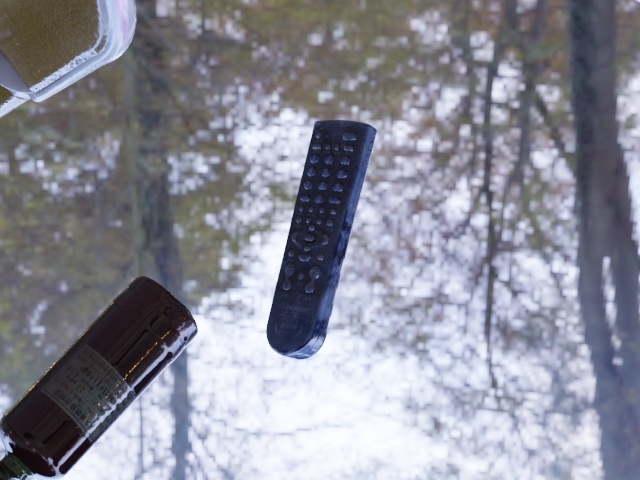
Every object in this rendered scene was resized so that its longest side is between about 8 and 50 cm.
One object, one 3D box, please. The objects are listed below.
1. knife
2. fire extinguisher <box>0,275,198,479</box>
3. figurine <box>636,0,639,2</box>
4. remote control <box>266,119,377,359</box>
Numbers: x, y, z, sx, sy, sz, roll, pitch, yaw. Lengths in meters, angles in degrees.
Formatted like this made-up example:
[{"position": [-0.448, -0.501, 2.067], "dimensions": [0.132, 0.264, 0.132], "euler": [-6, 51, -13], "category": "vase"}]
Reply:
[{"position": [-0.115, -0.071, 0.530], "dimensions": [0.022, 0.046, 0.256], "euler": [-35, -169, -23], "category": "knife"}, {"position": [-0.189, 0.141, 1.153], "dimensions": [0.231, 0.099, 0.071], "euler": [-49, -167, -21], "category": "fire extinguisher"}, {"position": [0.187, -0.159, 0.633], "dimensions": [0.136, 0.079, 0.077], "euler": [-40, -168, 1], "category": "figurine"}, {"position": [-0.001, -0.001, 0.889], "dimensions": [0.044, 0.152, 0.027], "euler": [5, 169, 43], "category": "remote control"}]
